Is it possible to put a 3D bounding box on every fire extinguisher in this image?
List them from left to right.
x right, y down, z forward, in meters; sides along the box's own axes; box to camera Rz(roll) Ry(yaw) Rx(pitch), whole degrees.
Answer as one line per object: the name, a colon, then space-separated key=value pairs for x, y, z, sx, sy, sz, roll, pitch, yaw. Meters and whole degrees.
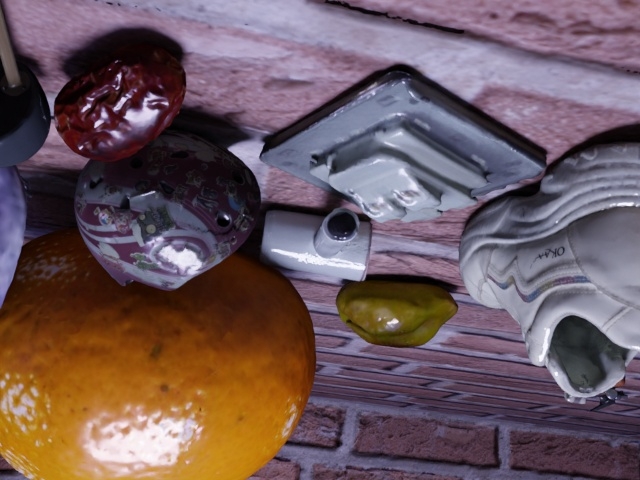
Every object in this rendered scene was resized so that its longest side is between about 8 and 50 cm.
fire extinguisher: x=0.397 y=0.152 z=0.917 sx=0.062 sy=0.177 sz=0.050 roll=4 pitch=161 yaw=1

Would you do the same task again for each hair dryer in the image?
hair dryer: x=0.000 y=0.000 z=0.703 sx=0.131 sy=0.073 sz=0.236 roll=9 pitch=176 yaw=-4

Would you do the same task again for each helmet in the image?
helmet: x=-0.156 y=-0.043 z=0.603 sx=0.177 sy=0.153 sz=0.107 roll=-5 pitch=145 yaw=30

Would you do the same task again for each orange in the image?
orange: x=-0.215 y=0.155 z=0.821 sx=0.424 sy=0.326 sz=0.424 roll=11 pitch=-179 yaw=0

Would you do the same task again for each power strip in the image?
power strip: x=0.074 y=-0.057 z=0.610 sx=0.213 sy=0.065 sz=0.198 roll=21 pitch=153 yaw=-33

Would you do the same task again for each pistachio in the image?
pistachio: x=0.115 y=0.110 z=0.995 sx=0.189 sy=0.100 sz=0.110 roll=5 pitch=163 yaw=6

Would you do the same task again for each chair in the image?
chair: x=-0.268 y=-0.142 z=0.454 sx=0.095 sy=0.104 sz=0.221 roll=30 pitch=157 yaw=10

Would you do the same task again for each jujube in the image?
jujube: x=-0.159 y=-0.111 z=0.525 sx=0.129 sy=0.077 sz=0.077 roll=-21 pitch=148 yaw=34

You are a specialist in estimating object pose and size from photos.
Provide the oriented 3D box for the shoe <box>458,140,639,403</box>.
shoe: x=0.236 y=0.056 z=0.657 sx=0.132 sy=0.211 sz=0.342 roll=10 pitch=160 yaw=-11

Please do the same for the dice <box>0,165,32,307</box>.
dice: x=-0.472 y=-0.002 z=0.612 sx=0.270 sy=0.270 sz=0.271 roll=-9 pitch=155 yaw=37
